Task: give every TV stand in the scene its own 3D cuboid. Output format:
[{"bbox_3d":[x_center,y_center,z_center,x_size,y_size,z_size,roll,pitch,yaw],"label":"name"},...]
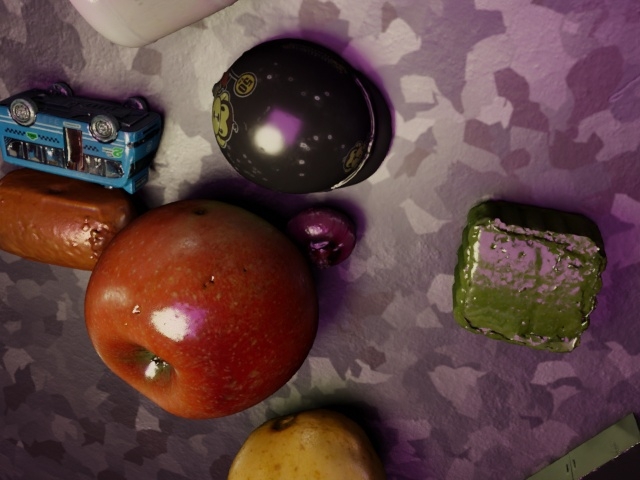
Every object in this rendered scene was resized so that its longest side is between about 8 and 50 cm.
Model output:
[{"bbox_3d":[0.456,0.412,1.220,0.088,0.083,0.269,43,113,-5],"label":"TV stand"}]

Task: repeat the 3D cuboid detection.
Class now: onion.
[{"bbox_3d":[0.000,0.000,1.144,0.115,0.105,0.115,-1,147,-1],"label":"onion"}]

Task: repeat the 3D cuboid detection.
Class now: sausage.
[{"bbox_3d":[-0.435,-0.036,1.199,0.267,0.153,0.141,11,123,10],"label":"sausage"}]

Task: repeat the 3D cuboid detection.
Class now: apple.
[{"bbox_3d":[-0.182,0.107,1.108,0.348,0.277,0.349,20,136,21],"label":"apple"}]

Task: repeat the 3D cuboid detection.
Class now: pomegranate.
[{"bbox_3d":[-0.021,0.434,1.241,0.307,0.307,0.308,5,113,11],"label":"pomegranate"}]

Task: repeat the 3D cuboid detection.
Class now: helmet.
[{"bbox_3d":[-0.039,-0.166,1.054,0.278,0.160,0.231,24,113,3],"label":"helmet"}]

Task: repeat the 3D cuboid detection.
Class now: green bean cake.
[{"bbox_3d":[0.312,0.055,1.088,0.214,0.113,0.201,10,113,8],"label":"green bean cake"}]

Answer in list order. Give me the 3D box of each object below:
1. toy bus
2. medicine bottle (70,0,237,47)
[{"bbox_3d":[-0.388,-0.168,1.156,0.246,0.113,0.134,13,118,9],"label":"toy bus"},{"bbox_3d":[-0.176,-0.425,0.926,0.324,0.256,0.256,-23,105,11],"label":"medicine bottle"}]
